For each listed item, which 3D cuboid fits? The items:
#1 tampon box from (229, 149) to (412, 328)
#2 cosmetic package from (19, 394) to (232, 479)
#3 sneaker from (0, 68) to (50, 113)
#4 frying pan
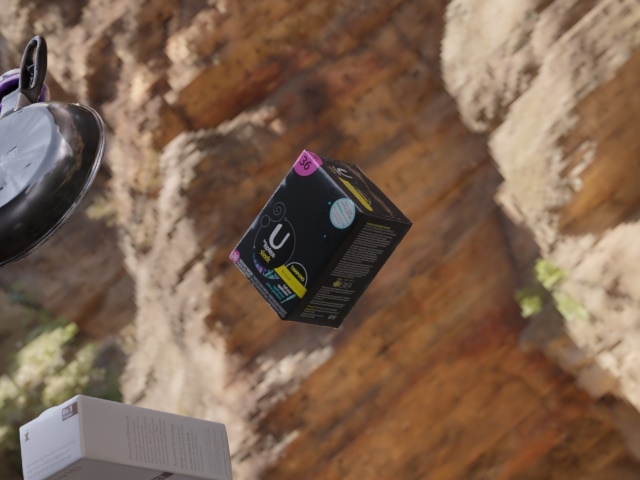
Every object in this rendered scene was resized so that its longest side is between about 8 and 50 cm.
[{"bbox_3d":[0.000,0.000,1.651,0.101,0.120,0.161,12,-61,-51],"label":"tampon box"},{"bbox_3d":[-0.227,0.255,1.699,0.231,0.085,0.117,16,-36,-43],"label":"cosmetic package"},{"bbox_3d":[-0.454,-0.147,1.975,0.236,0.095,0.104,-54,18,-17],"label":"sneaker"},{"bbox_3d":[-0.273,-0.111,1.391,0.197,0.053,0.326,-11,50,34],"label":"frying pan"}]
